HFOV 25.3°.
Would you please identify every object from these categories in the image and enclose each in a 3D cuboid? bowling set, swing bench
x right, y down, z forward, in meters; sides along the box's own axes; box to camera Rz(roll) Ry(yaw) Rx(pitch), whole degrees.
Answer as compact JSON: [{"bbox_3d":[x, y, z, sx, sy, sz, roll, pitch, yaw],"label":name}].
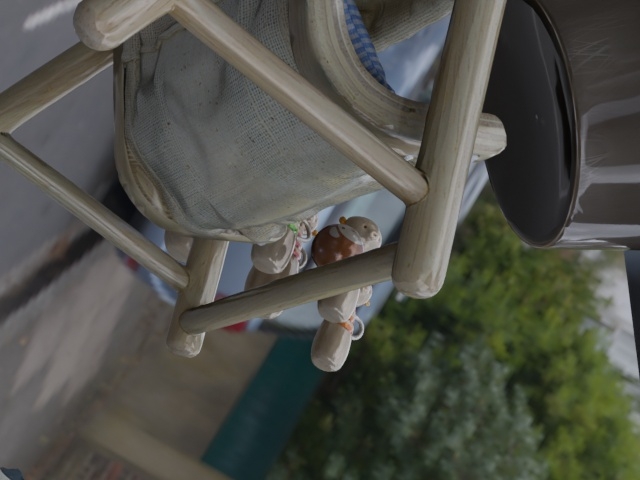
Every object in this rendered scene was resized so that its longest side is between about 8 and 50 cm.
[{"bbox_3d":[0.000,0.000,1.520,0.200,0.287,0.154,-17,-139,45],"label":"bowling set"},{"bbox_3d":[-0.014,-0.105,0.622,0.255,0.165,0.253,-59,-163,-22],"label":"swing bench"}]

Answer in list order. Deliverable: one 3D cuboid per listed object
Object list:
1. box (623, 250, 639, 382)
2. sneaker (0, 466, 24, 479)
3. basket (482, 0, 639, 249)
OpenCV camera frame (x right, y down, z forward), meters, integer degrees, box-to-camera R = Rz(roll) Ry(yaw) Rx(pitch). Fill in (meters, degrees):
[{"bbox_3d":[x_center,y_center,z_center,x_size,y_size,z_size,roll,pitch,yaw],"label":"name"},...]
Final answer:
[{"bbox_3d":[0.298,0.102,1.072,0.242,0.076,0.308,29,54,-61],"label":"box"},{"bbox_3d":[-0.105,0.174,0.363,0.110,0.283,0.122,-34,164,33],"label":"sneaker"},{"bbox_3d":[0.205,-0.072,0.710,0.154,0.226,0.204,-121,-154,-60],"label":"basket"}]
